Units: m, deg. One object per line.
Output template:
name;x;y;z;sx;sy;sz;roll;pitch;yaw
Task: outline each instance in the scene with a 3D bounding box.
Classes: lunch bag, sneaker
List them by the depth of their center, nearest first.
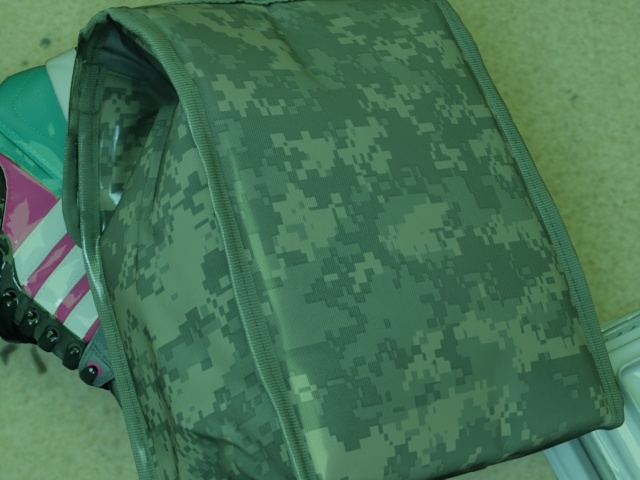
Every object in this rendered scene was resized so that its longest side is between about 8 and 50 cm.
lunch bag;0.000;0.000;0.924;0.235;0.169;0.287;-9;79;-38
sneaker;-0.175;0.042;1.013;0.178;0.124;0.295;-22;72;-1

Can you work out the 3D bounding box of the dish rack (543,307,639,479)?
dish rack;0.309;0.146;0.967;0.285;0.072;0.333;-24;67;-9
